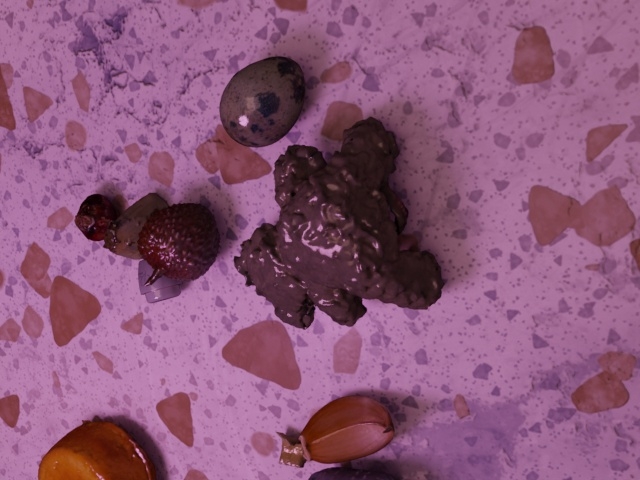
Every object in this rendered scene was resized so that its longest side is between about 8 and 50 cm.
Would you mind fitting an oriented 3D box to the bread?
[{"bbox_3d":[-0.530,0.593,1.599,0.312,0.172,0.312,6,104,26],"label":"bread"}]

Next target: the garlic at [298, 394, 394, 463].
[{"bbox_3d":[0.066,0.362,1.305,0.207,0.128,0.115,-24,48,25],"label":"garlic"}]

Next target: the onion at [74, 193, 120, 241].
[{"bbox_3d":[-0.490,-0.050,1.471,0.107,0.097,0.107,-17,70,58],"label":"onion"}]

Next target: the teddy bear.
[{"bbox_3d":[0.000,0.000,1.219,0.367,0.224,0.357,-18,96,42],"label":"teddy bear"}]

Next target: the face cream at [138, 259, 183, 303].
[{"bbox_3d":[-0.347,0.082,1.434,0.091,0.091,0.095,-17,86,27],"label":"face cream"}]

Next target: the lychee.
[{"bbox_3d":[-0.288,0.013,1.345,0.165,0.165,0.197,22,68,19],"label":"lychee"}]

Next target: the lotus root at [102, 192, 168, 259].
[{"bbox_3d":[-0.386,-0.014,1.406,0.070,0.144,0.143,33,121,13],"label":"lotus root"}]

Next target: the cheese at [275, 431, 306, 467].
[{"bbox_3d":[-0.063,0.437,1.418,0.060,0.041,0.084,4,120,31],"label":"cheese"}]

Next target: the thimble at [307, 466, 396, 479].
[{"bbox_3d":[0.065,0.563,1.308,0.172,0.205,0.236,-3,126,30],"label":"thimble"}]

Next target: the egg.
[{"bbox_3d":[-0.103,-0.253,1.210,0.141,0.141,0.181,47,109,8],"label":"egg"}]
